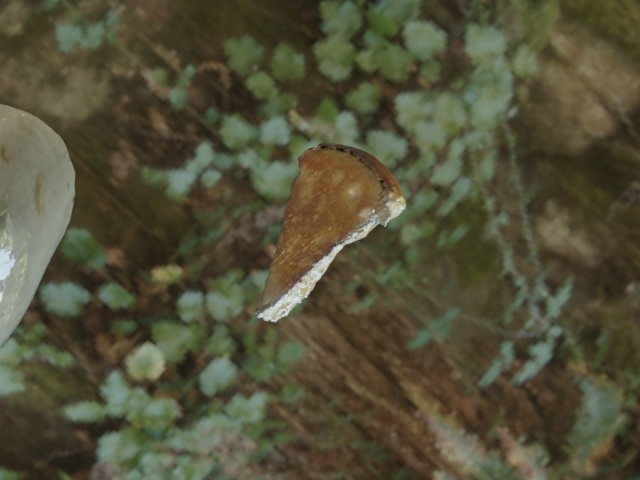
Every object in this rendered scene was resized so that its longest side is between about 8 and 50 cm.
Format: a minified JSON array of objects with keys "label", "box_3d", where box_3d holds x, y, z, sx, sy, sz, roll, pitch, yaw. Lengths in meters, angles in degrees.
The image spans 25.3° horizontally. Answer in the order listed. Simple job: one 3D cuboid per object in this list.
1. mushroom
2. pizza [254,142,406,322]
[{"label":"mushroom","box_3d":[-0.188,0.035,0.625,0.093,0.116,0.225,0,-137,27]},{"label":"pizza","box_3d":[0.000,0.000,1.400,0.195,0.052,0.185,-57,-147,3]}]
